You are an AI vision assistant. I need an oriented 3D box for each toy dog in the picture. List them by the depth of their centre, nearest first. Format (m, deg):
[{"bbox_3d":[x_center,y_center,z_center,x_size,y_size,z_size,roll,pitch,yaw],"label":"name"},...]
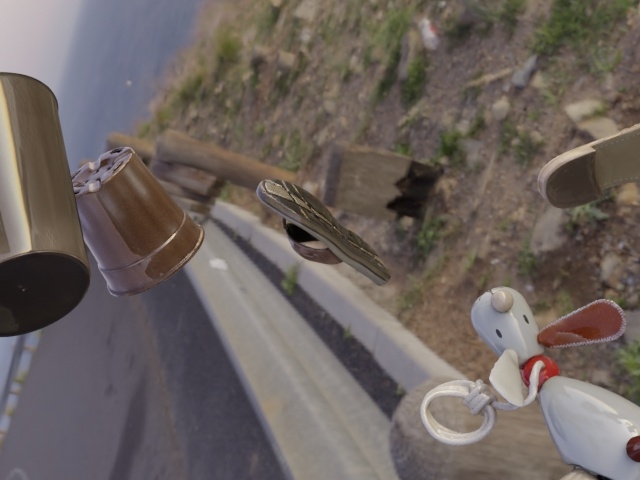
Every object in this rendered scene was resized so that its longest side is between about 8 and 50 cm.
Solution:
[{"bbox_3d":[0.276,0.171,1.025,0.220,0.333,0.161,-48,-29,-21],"label":"toy dog"}]

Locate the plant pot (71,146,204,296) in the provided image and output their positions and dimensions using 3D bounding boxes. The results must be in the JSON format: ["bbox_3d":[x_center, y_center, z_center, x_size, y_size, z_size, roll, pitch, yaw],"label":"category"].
[{"bbox_3d":[-0.280,-0.034,1.343,0.166,0.165,0.167,-23,29,13],"label":"plant pot"}]

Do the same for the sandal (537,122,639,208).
[{"bbox_3d":[0.353,-0.105,1.059,0.079,0.240,0.088,-112,6,-63],"label":"sandal"}]

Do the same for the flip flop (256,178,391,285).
[{"bbox_3d":[0.000,0.000,1.528,0.080,0.277,0.112,-44,29,18],"label":"flip flop"}]

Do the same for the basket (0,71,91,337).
[{"bbox_3d":[-0.325,-0.031,0.932,0.227,0.204,0.154,58,170,30],"label":"basket"}]
